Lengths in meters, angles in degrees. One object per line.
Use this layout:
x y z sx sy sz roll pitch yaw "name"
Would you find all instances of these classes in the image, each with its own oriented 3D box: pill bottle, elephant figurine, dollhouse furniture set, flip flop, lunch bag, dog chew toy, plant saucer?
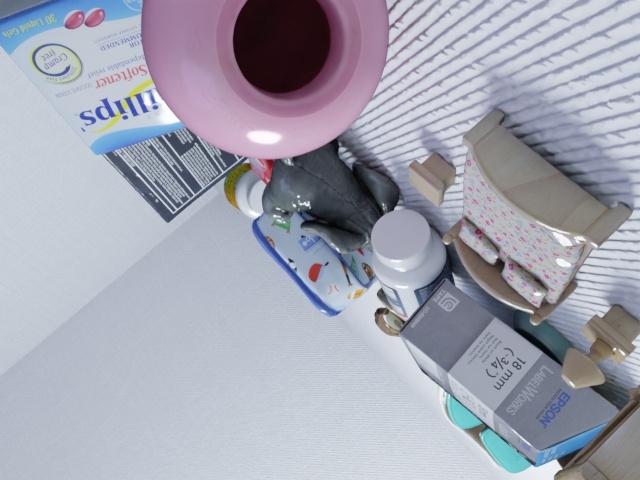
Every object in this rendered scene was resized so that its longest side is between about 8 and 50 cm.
0.133 0.036 0.891 0.108 0.108 0.180 43 170 34 "pill bottle"
0.044 -0.052 0.922 0.239 0.186 0.169 38 128 6 "elephant figurine"
0.153 0.025 0.499 0.355 0.174 0.303 45 171 24 "dollhouse furniture set"
0.175 0.196 1.513 0.112 0.080 0.277 46 172 20 "flip flop"
-0.169 -0.130 1.636 0.136 0.136 0.245 52 171 -22 "pill bottle"
0.000 0.000 1.142 0.243 0.115 0.303 46 -165 0 "lunch bag"
-0.067 -0.201 0.589 0.207 0.206 0.332 53 180 -27 "dog chew toy"
0.297 0.142 0.814 0.119 0.021 0.119 48 172 9 "plant saucer"

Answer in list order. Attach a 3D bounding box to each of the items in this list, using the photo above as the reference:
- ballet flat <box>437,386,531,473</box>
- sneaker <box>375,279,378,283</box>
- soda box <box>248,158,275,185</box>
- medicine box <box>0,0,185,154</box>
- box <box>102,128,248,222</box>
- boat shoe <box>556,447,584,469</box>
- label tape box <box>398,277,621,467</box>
0.324 0.331 1.248 0.400 0.139 0.139 53 171 -34 "ballet flat"
0.049 0.018 1.355 0.215 0.083 0.084 47 170 1 "sneaker"
-0.093 -0.178 1.197 0.092 0.083 0.263 47 171 11 "soda box"
-0.328 -0.318 1.013 0.289 0.263 0.149 62 -164 -51 "medicine box"
-0.321 -0.249 1.326 0.183 0.294 0.296 47 172 33 "box"
0.413 0.338 1.002 0.072 0.068 0.190 39 -173 -27 "boat shoe"
0.278 0.222 0.834 0.333 0.106 0.241 39 172 29 "label tape box"
